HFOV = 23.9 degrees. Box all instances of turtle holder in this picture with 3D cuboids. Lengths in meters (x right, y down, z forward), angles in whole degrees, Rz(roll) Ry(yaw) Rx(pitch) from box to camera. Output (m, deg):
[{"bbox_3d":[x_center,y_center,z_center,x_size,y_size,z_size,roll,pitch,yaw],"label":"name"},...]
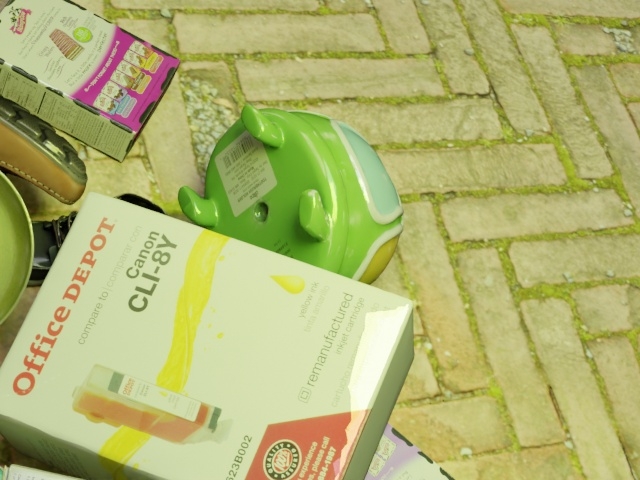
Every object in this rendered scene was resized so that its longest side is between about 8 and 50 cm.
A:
[{"bbox_3d":[0.004,-0.019,1.874,0.227,0.243,0.320,-1,33,-46],"label":"turtle holder"}]

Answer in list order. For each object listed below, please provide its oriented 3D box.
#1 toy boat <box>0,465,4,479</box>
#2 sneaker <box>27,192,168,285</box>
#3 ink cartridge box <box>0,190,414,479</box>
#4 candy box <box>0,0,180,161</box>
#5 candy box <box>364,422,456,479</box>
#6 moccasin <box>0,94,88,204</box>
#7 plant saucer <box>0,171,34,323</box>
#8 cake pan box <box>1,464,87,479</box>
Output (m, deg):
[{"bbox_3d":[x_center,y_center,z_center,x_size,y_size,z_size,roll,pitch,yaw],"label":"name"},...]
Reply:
[{"bbox_3d":[-0.318,0.345,1.505,0.318,0.148,0.267,24,48,-8],"label":"toy boat"},{"bbox_3d":[-0.297,-0.011,1.804,0.222,0.118,0.083,-1,56,-27],"label":"sneaker"},{"bbox_3d":[-0.124,0.148,1.622,0.385,0.160,0.279,19,68,12],"label":"ink cartridge box"},{"bbox_3d":[-0.323,-0.224,1.984,0.233,0.071,0.159,29,48,-5],"label":"candy box"},{"bbox_3d":[0.062,0.307,1.709,0.196,0.070,0.165,41,70,-12],"label":"candy box"},{"bbox_3d":[-0.459,-0.126,1.799,0.380,0.147,0.139,23,5,-4],"label":"moccasin"},{"bbox_3d":[-0.444,0.011,1.706,0.241,0.037,0.241,1,84,-6],"label":"plant saucer"},{"bbox_3d":[-0.204,0.364,1.416,0.246,0.070,0.266,11,69,-9],"label":"cake pan box"}]
